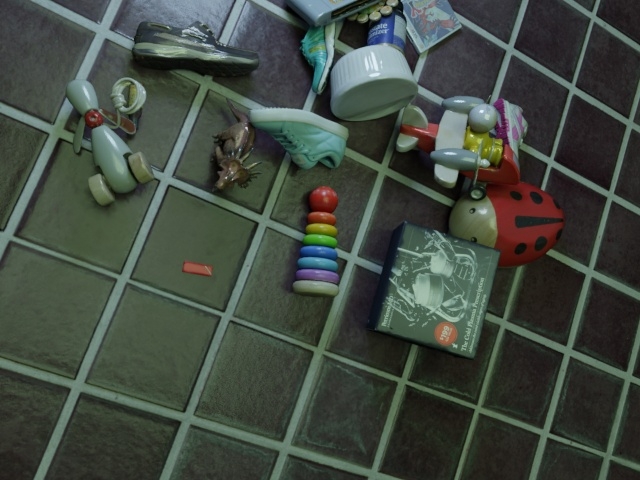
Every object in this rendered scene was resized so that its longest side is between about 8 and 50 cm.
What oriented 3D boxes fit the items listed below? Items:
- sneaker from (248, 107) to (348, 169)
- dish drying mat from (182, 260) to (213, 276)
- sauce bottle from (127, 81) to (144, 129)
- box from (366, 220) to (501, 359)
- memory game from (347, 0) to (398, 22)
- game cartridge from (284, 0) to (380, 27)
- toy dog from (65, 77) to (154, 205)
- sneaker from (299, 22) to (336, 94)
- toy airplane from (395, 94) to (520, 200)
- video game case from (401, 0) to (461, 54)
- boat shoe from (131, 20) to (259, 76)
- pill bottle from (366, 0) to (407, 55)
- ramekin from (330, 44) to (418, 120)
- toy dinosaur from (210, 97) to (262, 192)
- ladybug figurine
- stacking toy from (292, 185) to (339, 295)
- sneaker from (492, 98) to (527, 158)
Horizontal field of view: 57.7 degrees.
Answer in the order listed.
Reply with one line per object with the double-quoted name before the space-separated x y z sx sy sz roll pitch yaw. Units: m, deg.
"sneaker" -0.053 -0.286 1.679 0.365 0.135 0.150 6 88 -42
"dish drying mat" -0.351 0.081 1.662 0.083 0.008 0.032 12 84 -20
"sauce bottle" -0.512 -0.373 1.609 0.042 0.042 0.128 4 87 -20
"box" 0.342 0.157 1.784 0.312 0.179 0.344 16 81 -1
"memory game" 0.155 -0.749 1.825 0.186 0.186 0.012 -49 148 -16
"game cartridge" 0.047 -0.765 1.779 0.297 0.062 0.198 -31 67 -20
"toy dog" -0.555 -0.252 1.542 0.219 0.161 0.334 -5 84 -6
"sneaker" -0.011 -0.582 1.791 0.109 0.107 0.276 2 81 -2
"toy airplane" 0.429 -0.327 1.809 0.384 0.272 0.386 -8 59 -35
"video game case" 0.361 -0.755 1.962 0.201 0.023 0.184 -36 100 -18
"boat shoe" -0.344 -0.550 1.634 0.354 0.132 0.131 1 87 -21
"pill bottle" 0.211 -0.653 1.840 0.122 0.123 0.220 13 70 -19
"ramekin" 0.151 -0.475 1.751 0.272 0.273 0.127 -6 76 -20
"toy dinosaur" -0.228 -0.260 1.624 0.127 0.200 0.296 9 83 -20
"ladybug figurine" 0.653 -0.060 1.959 0.448 0.162 0.306 -7 89 -21
"stacking toy" 0.000 0.000 1.744 0.141 0.141 0.331 10 77 -20
"sneaker" 0.667 -0.365 2.013 0.111 0.103 0.253 -1 88 -19
